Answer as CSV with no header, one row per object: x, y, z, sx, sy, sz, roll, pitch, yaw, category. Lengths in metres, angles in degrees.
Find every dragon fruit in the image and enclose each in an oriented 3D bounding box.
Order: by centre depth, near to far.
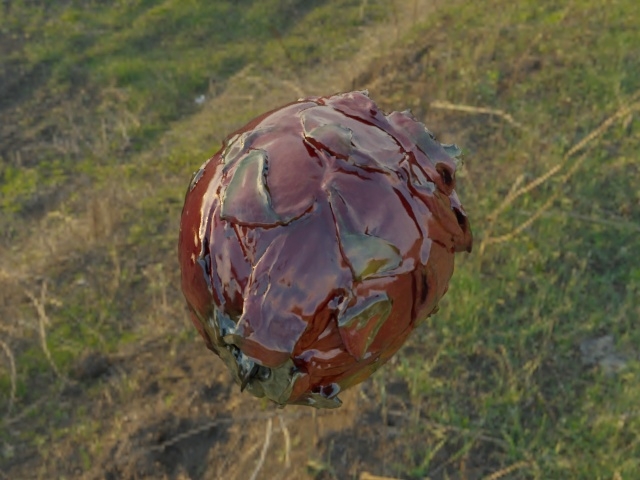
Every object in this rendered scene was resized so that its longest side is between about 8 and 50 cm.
0.000,0.000,0.995,0.277,0.277,0.342,30,58,34,dragon fruit
